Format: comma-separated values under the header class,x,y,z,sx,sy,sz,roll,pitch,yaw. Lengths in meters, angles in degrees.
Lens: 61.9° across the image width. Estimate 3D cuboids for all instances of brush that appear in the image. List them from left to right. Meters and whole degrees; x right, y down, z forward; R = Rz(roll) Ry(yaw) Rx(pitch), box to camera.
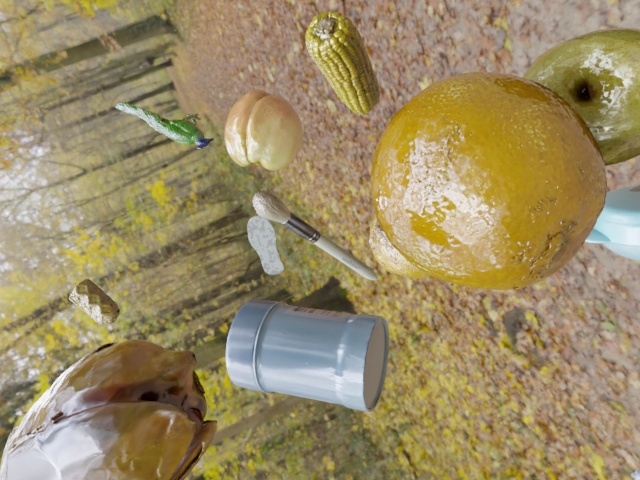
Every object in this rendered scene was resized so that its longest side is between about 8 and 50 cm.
class,x,y,z,sx,sy,sz,roll,pitch,yaw
brush,0.000,0.000,0.919,0.042,0.039,0.299,-16,140,44

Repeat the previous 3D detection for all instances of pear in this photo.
class,x,y,z,sx,sy,sz,roll,pitch,yaw
pear,0.399,-0.200,0.775,0.211,0.228,0.188,0,-101,-57

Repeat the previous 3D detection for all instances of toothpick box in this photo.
class,x,y,z,sx,sy,sz,roll,pitch,yaw
toothpick box,-0.011,0.122,0.578,0.101,0.153,0.101,5,-90,-70

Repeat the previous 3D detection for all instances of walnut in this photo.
class,x,y,z,sx,sy,sz,roll,pitch,yaw
walnut,-0.171,0.161,0.422,0.137,0.245,0.137,30,-152,-18

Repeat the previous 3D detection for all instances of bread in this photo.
class,x,y,z,sx,sy,sz,roll,pitch,yaw
bread,-0.490,0.138,1.170,0.110,0.060,0.066,42,145,-9

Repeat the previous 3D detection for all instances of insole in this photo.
class,x,y,z,sx,sy,sz,roll,pitch,yaw
insole,-0.128,0.014,1.255,0.006,0.065,0.193,-93,-10,-46

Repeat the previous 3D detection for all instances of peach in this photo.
class,x,y,z,sx,sy,sz,roll,pitch,yaw
peach,-0.129,-0.247,1.207,0.184,0.184,0.184,157,90,-81

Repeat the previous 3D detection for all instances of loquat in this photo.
class,x,y,z,sx,sy,sz,roll,pitch,yaw
loquat,0.236,-0.015,1.351,0.235,0.235,0.235,157,90,-81

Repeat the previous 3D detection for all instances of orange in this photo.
class,x,y,z,sx,sy,sz,roll,pitch,yaw
orange,0.199,-0.071,0.659,0.274,0.274,0.274,157,90,-81

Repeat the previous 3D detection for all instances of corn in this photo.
class,x,y,z,sx,sy,sz,roll,pitch,yaw
corn,0.046,-0.275,0.855,0.080,0.080,0.231,62,-168,25

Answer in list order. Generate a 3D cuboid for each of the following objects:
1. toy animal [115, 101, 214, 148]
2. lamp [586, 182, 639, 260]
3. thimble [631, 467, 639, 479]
class,x,y,z,sx,sy,sz,roll,pitch,yaw
toy animal,-0.264,-0.211,0.949,0.217,0.075,0.041,28,128,23
lamp,0.620,-0.053,0.968,0.209,0.284,0.147,13,139,51
thimble,0.623,0.483,0.951,0.151,0.117,0.127,62,-142,-45
